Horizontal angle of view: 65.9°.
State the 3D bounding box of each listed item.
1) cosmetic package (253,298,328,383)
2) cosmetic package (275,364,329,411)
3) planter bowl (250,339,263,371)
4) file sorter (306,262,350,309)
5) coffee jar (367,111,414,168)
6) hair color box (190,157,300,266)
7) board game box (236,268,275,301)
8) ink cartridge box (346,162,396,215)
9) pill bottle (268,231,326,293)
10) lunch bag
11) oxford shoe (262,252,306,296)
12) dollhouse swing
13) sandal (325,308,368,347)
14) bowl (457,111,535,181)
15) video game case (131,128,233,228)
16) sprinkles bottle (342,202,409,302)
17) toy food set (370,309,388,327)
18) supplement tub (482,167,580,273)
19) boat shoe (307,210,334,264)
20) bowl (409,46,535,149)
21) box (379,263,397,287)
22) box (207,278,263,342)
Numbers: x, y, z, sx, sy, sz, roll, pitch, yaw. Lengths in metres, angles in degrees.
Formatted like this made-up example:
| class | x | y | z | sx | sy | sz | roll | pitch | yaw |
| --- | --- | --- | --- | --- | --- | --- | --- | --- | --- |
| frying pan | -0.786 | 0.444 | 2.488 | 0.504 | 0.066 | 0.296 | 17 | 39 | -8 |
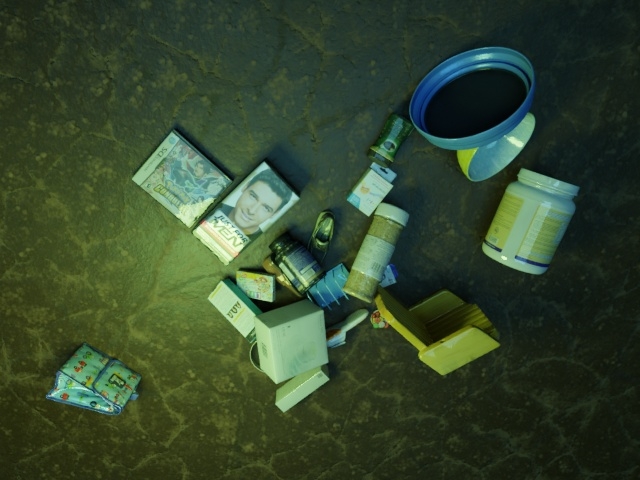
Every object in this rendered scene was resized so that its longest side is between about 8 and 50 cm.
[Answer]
| class | x | y | z | sx | sy | sz | roll | pitch | yaw |
| --- | --- | --- | --- | --- | --- | --- | --- | --- | --- |
| cosmetic package | -0.104 | 0.364 | 1.814 | 0.225 | 0.138 | 0.223 | -16 | 111 | -29 |
| cosmetic package | -0.074 | 0.592 | 2.021 | 0.239 | 0.099 | 0.060 | -38 | 106 | 10 |
| planter bowl | -0.193 | 0.428 | 1.961 | 0.162 | 0.109 | 0.161 | 0 | 107 | -1 |
| file sorter | 0.045 | 0.191 | 1.899 | 0.170 | 0.104 | 0.118 | -32 | 105 | 7 |
| coffee jar | 0.246 | -0.352 | 1.751 | 0.096 | 0.079 | 0.184 | 30 | 101 | -10 |
| hair color box | -0.269 | -0.103 | 1.798 | 0.374 | 0.113 | 0.185 | -42 | 103 | 10 |
| board game box | -0.248 | 0.171 | 1.897 | 0.154 | 0.026 | 0.103 | 7 | 108 | 20 |
| ink cartridge box | 0.190 | -0.194 | 1.809 | 0.104 | 0.061 | 0.181 | 36 | 102 | -11 |
| pill bottle | -0.089 | 0.079 | 1.835 | 0.123 | 0.123 | 0.219 | -40 | 86 | 10 |
| lunch bag | -0.855 | 0.560 | 1.925 | 0.294 | 0.221 | 0.138 | 27 | 104 | -9 |
| oxford shoe | -0.139 | 0.142 | 1.908 | 0.076 | 0.076 | 0.212 | -35 | 103 | 34 |
| dollhouse swing | 0.404 | 0.250 | 1.800 | 0.315 | 0.347 | 0.304 | -30 | 105 | 7 |
| sandal | 0.089 | 0.370 | 1.956 | 0.265 | 0.102 | 0.076 | -32 | 103 | 6 |
| bowl | 0.570 | -0.361 | 1.704 | 0.289 | 0.289 | 0.156 | -43 | 60 | 11 |
| video game case | -0.501 | -0.221 | 1.797 | 0.275 | 0.035 | 0.248 | 42 | 101 | -12 |
| sprinkles bottle | 0.200 | 0.044 | 1.796 | 0.121 | 0.121 | 0.355 | 25 | 85 | -8 |
| toy food set | 0.244 | 0.315 | 1.984 | 0.084 | 0.020 | 0.082 | -11 | 107 | 1 |
| supplement tub | 0.751 | -0.071 | 1.768 | 0.241 | 0.241 | 0.330 | 17 | 105 | -6 |
| boat shoe | 0.001 | 0.000 | 1.856 | 0.080 | 0.073 | 0.223 | 15 | 106 | -6 |
| bowl | 0.486 | -0.455 | 1.594 | 0.391 | 0.391 | 0.077 | -34 | 137 | 8 |
| box | 0.233 | 0.144 | 1.930 | 0.136 | 0.028 | 0.081 | -22 | 106 | 7 |
| box | -0.308 | 0.265 | 1.885 | 0.244 | 0.060 | 0.100 | 44 | 108 | 11 |
